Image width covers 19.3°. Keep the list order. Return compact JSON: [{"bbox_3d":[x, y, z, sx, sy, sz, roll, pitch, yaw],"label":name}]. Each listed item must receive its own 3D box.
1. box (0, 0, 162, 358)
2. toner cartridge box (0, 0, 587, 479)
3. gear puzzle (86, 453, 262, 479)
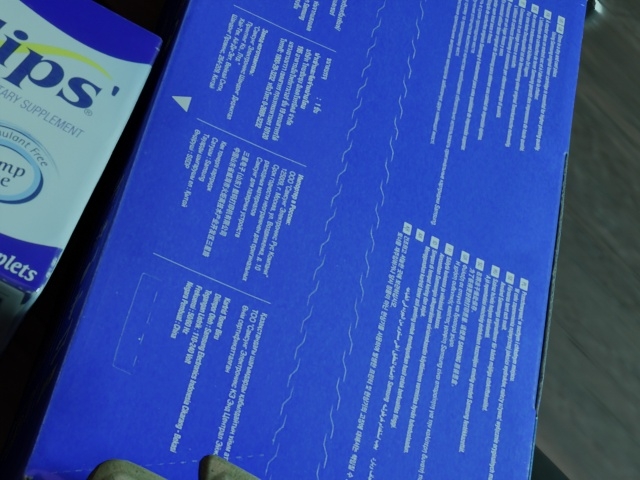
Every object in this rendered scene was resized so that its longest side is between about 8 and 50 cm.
[{"bbox_3d":[-0.140,-0.037,0.645,0.126,0.072,0.137,28,45,-9],"label":"box"},{"bbox_3d":[0.000,0.000,0.696,0.165,0.075,0.348,26,46,-12],"label":"toner cartridge box"},{"bbox_3d":[-0.028,0.155,0.517,0.339,0.044,0.175,29,74,-10],"label":"gear puzzle"}]
